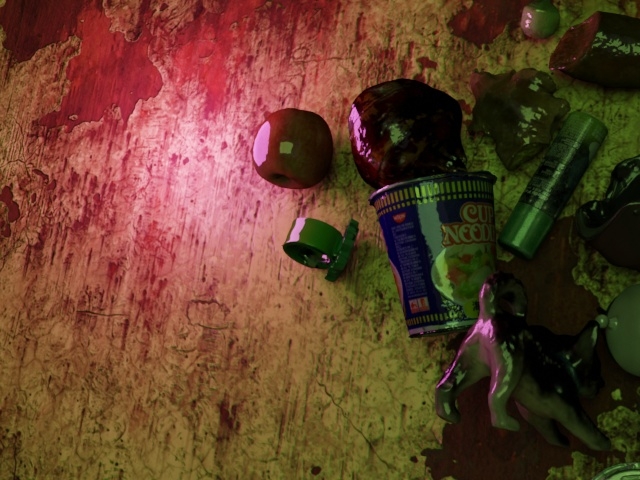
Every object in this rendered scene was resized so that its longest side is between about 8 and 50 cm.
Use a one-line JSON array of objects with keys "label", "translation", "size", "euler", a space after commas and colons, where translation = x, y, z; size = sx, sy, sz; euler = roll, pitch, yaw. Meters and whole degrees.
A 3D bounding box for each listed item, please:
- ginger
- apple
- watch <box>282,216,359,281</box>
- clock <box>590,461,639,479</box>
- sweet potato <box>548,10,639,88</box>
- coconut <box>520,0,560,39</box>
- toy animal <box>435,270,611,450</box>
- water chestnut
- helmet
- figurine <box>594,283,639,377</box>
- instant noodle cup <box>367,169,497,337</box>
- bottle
[{"label": "ginger", "translation": [0.415, -0.302, 1.969], "size": [0.219, 0.123, 0.270], "euler": [-44, 67, 24]}, {"label": "apple", "translation": [-0.062, -0.214, 2.059], "size": [0.188, 0.188, 0.173], "euler": [5, 73, 18]}, {"label": "watch", "translation": [0.000, 0.000, 1.991], "size": [0.152, 0.165, 0.131], "euler": [22, 70, 3]}, {"label": "clock", "translation": [0.611, 0.544, 1.709], "size": [0.236, 0.053, 0.236], "euler": [-5, 72, 15]}, {"label": "sweet potato", "translation": [0.687, -0.396, 1.911], "size": [0.370, 0.158, 0.157], "euler": [14, 79, 13]}, {"label": "coconut", "translation": [0.501, -0.508, 2.027], "size": [0.088, 0.088, 0.096], "euler": [23, 111, 21]}, {"label": "toy animal", "translation": [0.422, 0.232, 1.718], "size": [0.194, 0.344, 0.302], "euler": [-9, 67, 62]}, {"label": "water chestnut", "translation": [0.195, -0.225, 1.941], "size": [0.244, 0.289, 0.289], "euler": [-7, 72, 26]}, {"label": "helmet", "translation": [0.685, -0.071, 1.767], "size": [0.338, 0.271, 0.197], "euler": [-43, 95, -9]}, {"label": "figurine", "translation": [0.714, 0.186, 1.723], "size": [0.370, 0.167, 0.281], "euler": [8, 80, 10]}, {"label": "instant noodle cup", "translation": [0.256, 0.039, 1.864], "size": [0.284, 0.284, 0.312], "euler": [-10, 80, 14]}, {"label": "bottle", "translation": [0.496, -0.117, 1.911], "size": [0.093, 0.093, 0.330], "euler": [30, 85, 22]}]
